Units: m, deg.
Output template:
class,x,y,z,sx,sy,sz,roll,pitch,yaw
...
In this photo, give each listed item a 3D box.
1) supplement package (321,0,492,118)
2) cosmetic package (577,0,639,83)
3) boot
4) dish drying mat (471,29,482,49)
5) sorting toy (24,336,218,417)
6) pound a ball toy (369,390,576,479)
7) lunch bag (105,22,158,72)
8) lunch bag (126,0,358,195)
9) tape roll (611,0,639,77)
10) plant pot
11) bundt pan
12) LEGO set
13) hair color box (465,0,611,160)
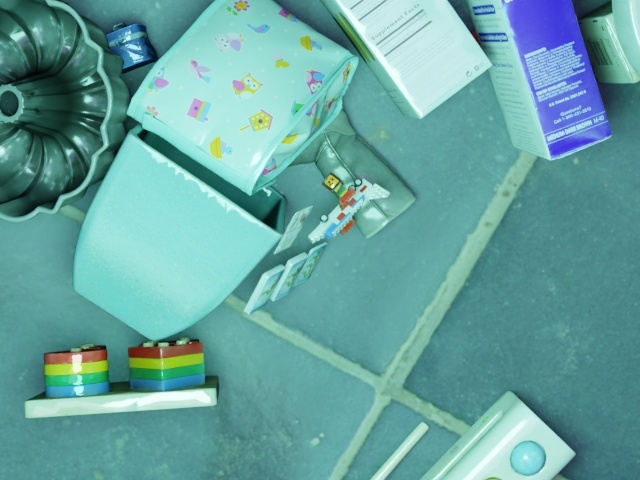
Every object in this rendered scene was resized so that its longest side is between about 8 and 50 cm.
class,x,y,z,sx,sy,sz,roll,pitch,yaw
supplement package,0.118,-0.316,1.609,0.134,0.139,0.244,-37,98,0
cosmetic package,0.555,-0.355,1.634,0.310,0.160,0.113,-27,100,0
boot,0.018,-0.091,1.672,0.190,0.076,0.208,-33,106,2
dish drying mat,0.260,-0.323,1.687,0.083,0.008,0.032,-41,100,2
sorting toy,-0.280,0.194,1.589,0.257,0.255,0.089,-3,87,-5
pound a ball toy,0.216,0.377,1.715,0.208,0.136,0.319,44,91,-9
lunch bag,-0.284,-0.285,1.596,0.067,0.098,0.065,-20,96,3
lunch bag,-0.111,-0.201,1.530,0.223,0.160,0.262,35,61,7
tape roll,0.602,-0.352,1.524,0.392,0.072,0.391,-1,99,-7
plant pot,-0.221,-0.005,1.576,0.248,0.247,0.252,34,102,-9
bundt pan,-0.408,-0.195,1.547,0.331,0.124,0.330,3,98,21
LEGO set,0.000,0.000,1.579,0.060,0.182,0.244,38,120,16
hair color box,0.303,-0.300,1.597,0.110,0.185,0.338,-22,103,-2
